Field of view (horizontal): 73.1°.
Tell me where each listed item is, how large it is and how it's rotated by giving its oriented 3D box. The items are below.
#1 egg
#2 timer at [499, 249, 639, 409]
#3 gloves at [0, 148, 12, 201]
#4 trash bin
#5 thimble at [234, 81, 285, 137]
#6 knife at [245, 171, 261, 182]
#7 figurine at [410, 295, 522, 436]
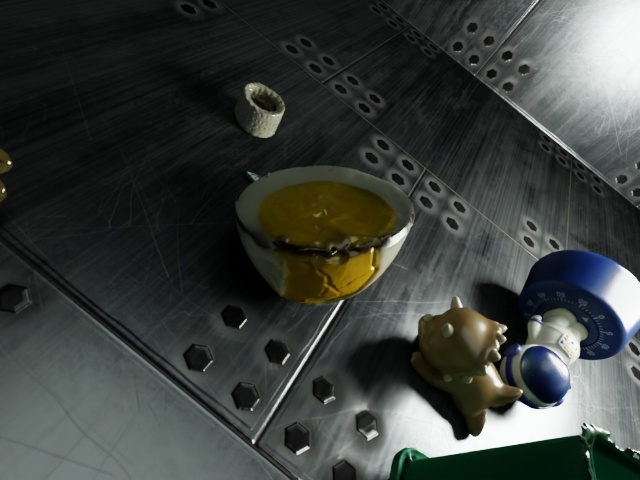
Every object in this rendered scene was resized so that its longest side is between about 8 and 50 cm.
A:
[{"bbox_3d":[0.000,0.000,0.835,0.336,0.201,0.337,5,36,-4],"label":"egg"},{"bbox_3d":[0.553,0.230,1.006,0.270,0.270,0.383,46,59,7],"label":"timer"},{"bbox_3d":[-0.607,-0.112,0.573,0.330,0.154,0.141,-6,61,-27],"label":"gloves"},{"bbox_3d":[0.248,0.415,0.536,0.259,0.381,0.295,30,45,-7],"label":"trash bin"},{"bbox_3d":[-0.153,-0.321,1.073,0.102,0.090,0.115,-20,70,-38],"label":"thimble"},{"bbox_3d":[-0.094,-0.081,0.972,0.028,0.015,0.210,-33,76,-38],"label":"knife"},{"bbox_3d":[0.305,0.237,0.863,0.177,0.173,0.247,-20,68,-42],"label":"figurine"}]
